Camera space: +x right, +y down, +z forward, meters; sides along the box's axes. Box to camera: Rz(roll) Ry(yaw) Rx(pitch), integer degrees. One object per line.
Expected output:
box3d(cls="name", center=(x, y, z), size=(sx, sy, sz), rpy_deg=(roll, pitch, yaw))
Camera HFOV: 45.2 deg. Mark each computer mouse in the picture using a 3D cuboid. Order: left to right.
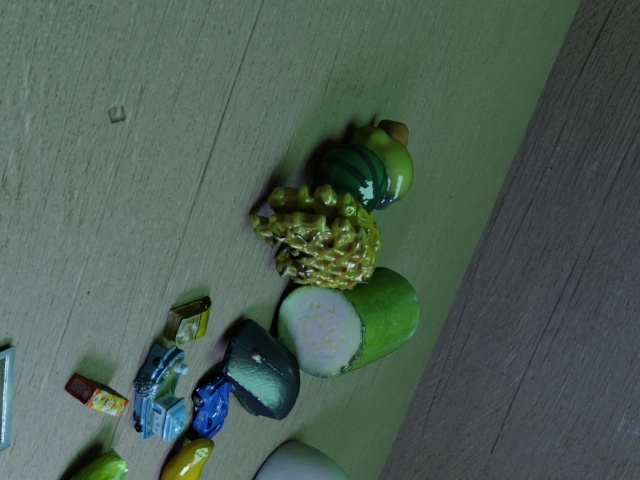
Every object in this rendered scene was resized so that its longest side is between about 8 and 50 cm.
box3d(cls="computer mouse", center=(-0.125, 0.320, 1.863), size=(0.295, 0.087, 0.168), rpy_deg=(55, 46, -41))

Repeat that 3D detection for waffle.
box3d(cls="waffle", center=(0.000, 0.000, 1.748), size=(0.324, 0.261, 0.151), rpy_deg=(63, 38, -63))

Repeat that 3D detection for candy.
box3d(cls="candy", center=(-0.415, 0.289, 1.433), size=(0.038, 0.062, 0.122), rpy_deg=(-58, 154, -11))

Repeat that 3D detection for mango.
box3d(cls="mango", center=(-0.325, 0.549, 1.834), size=(0.098, 0.075, 0.190), rpy_deg=(17, 112, -52))

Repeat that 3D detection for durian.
box3d(cls="durian", center=(-0.464, 0.534, 1.531), size=(0.250, 0.101, 0.139), rpy_deg=(-63, 156, 0))

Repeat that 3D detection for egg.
box3d(cls="egg", center=(-0.030, 0.853, 2.413), size=(0.354, 0.340, 0.354), rpy_deg=(-46, 150, -36))

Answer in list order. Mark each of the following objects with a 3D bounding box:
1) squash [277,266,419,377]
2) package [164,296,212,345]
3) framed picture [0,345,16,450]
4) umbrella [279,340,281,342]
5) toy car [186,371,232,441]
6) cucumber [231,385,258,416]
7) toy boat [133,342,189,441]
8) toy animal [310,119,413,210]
box3d(cls="squash", center=(0.080, 0.216, 2.085), size=(0.384, 0.263, 0.263), rpy_deg=(-8, 121, -61))
box3d(cls="package", center=(-0.266, 0.169, 1.622), size=(0.131, 0.047, 0.071), rpy_deg=(-15, 125, -56))
box3d(cls="framed picture", center=(-0.583, 0.290, 1.162), size=(0.274, 0.017, 0.217), rpy_deg=(-23, 134, -55))
box3d(cls="umbrella", center=(-0.149, 0.294, 1.961), size=(0.071, 0.080, 0.224), rpy_deg=(-31, 157, 17))
box3d(cls="toy car", center=(-0.262, 0.415, 1.854), size=(0.103, 0.063, 0.216), rpy_deg=(-32, 141, -49))
box3d(cls="cucumber", center=(-0.182, 0.390, 1.977), size=(0.077, 0.077, 0.265), rpy_deg=(-54, 154, -19))
box3d(cls="toy boat", center=(-0.322, 0.317, 1.601), size=(0.109, 0.098, 0.237), rpy_deg=(-29, 139, -55))
box3d(cls="toy animal", center=(0.120, -0.159, 1.879), size=(0.338, 0.191, 0.216), rpy_deg=(-31, 141, -49))
